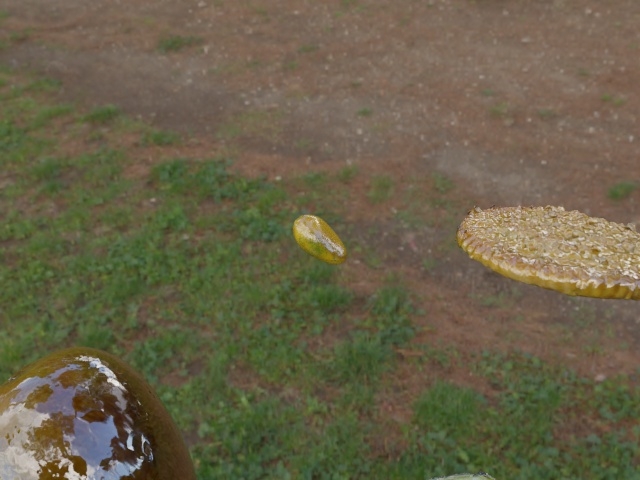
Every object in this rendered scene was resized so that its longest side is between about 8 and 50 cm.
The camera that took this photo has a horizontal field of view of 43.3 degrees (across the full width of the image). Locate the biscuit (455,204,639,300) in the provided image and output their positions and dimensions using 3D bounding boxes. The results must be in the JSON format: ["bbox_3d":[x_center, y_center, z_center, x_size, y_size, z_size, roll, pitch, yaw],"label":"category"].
[{"bbox_3d":[0.281,0.005,0.911,0.254,0.035,0.254,7,20,-2],"label":"biscuit"}]

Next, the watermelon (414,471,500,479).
[{"bbox_3d":[0.150,0.222,0.502,0.119,0.063,0.245,6,17,-30],"label":"watermelon"}]

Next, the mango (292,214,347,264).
[{"bbox_3d":[0.000,0.000,1.424,0.114,0.057,0.079,40,22,-5],"label":"mango"}]

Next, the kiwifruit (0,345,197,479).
[{"bbox_3d":[-0.213,0.217,0.732,0.196,0.233,0.196,-25,9,4],"label":"kiwifruit"}]
